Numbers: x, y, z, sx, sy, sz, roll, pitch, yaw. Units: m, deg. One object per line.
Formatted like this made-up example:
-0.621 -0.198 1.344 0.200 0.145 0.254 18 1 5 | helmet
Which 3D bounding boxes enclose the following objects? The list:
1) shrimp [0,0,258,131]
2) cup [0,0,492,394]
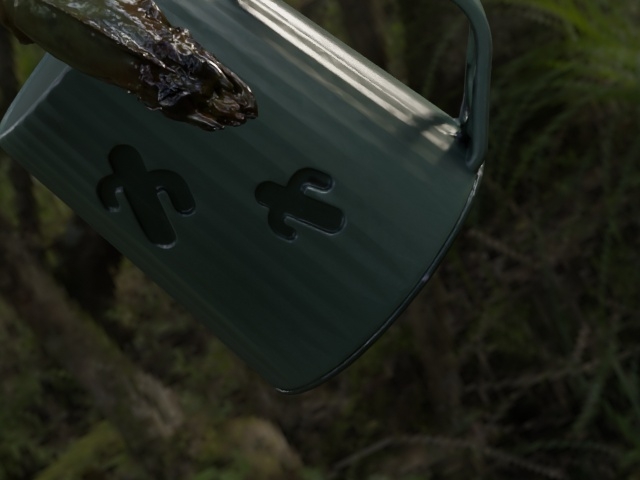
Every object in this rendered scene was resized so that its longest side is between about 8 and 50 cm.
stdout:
-0.125 -0.124 1.094 0.145 0.267 0.061 31 -92 -49 | shrimp
-0.049 -0.113 1.637 0.401 0.392 0.310 -55 17 -11 | cup
